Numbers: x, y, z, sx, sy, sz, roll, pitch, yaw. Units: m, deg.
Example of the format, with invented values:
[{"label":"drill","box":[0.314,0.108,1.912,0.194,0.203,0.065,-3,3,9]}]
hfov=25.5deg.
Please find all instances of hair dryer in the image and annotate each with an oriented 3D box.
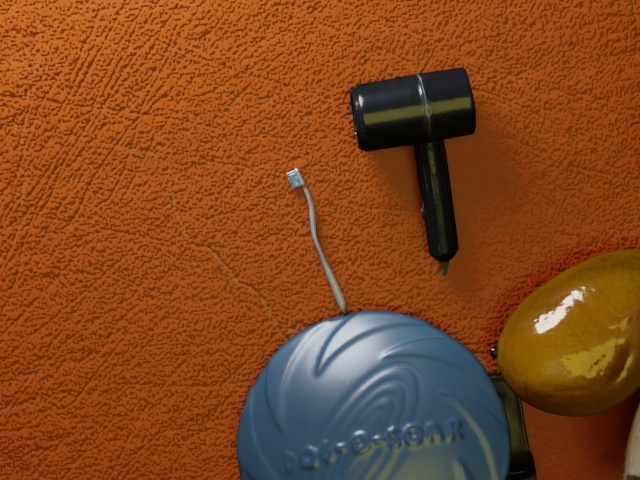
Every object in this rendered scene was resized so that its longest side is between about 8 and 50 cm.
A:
[{"label":"hair dryer","box":[0.107,-0.065,1.472,0.124,0.071,0.219,-11,106,0]}]

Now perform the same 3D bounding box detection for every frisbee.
[{"label":"frisbee","box":[0.052,0.212,1.454,0.290,0.049,0.289,-2,77,8]}]

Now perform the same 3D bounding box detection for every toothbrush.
[{"label":"toothbrush","box":[0.000,0.000,1.492,0.017,0.014,0.162,-22,95,5]}]

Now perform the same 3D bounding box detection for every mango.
[{"label":"mango","box":[0.293,0.095,1.473,0.227,0.109,0.147,-31,73,1]}]

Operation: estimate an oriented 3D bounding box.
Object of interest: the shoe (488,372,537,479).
[{"label":"shoe","box":[0.196,0.233,1.512,0.071,0.049,0.179,-8,97,-1]}]

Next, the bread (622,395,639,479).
[{"label":"bread","box":[0.451,0.163,1.455,0.314,0.171,0.192,-10,95,-2]}]
